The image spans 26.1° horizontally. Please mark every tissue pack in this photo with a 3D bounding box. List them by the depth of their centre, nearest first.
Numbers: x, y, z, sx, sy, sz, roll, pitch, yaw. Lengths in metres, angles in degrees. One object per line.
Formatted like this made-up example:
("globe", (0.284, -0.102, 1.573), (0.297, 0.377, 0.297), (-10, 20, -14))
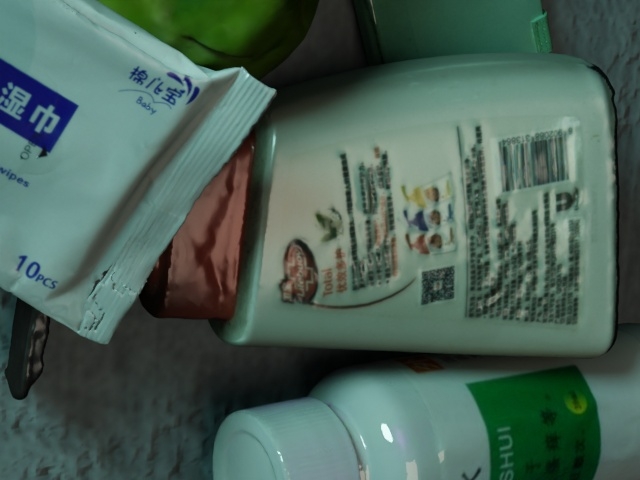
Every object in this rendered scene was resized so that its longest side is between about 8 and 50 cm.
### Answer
("tissue pack", (-0.129, -0.054, 0.489), (0.193, 0.026, 0.122), (30, 108, -16))

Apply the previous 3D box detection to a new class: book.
("book", (0.071, -0.086, 0.672), (0.103, 0.017, 0.135), (-27, 119, -22))

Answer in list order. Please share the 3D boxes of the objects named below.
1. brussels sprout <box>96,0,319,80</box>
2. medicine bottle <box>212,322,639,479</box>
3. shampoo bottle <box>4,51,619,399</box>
("brussels sprout", (-0.056, -0.131, 0.523), (0.139, 0.100, 0.181), (18, 113, -22))
("medicine bottle", (0.074, 0.099, 0.690), (0.260, 0.095, 0.095), (-4, 108, -33))
("shampoo bottle", (0.000, 0.000, 0.613), (0.284, 0.071, 0.153), (-8, 106, -20))
